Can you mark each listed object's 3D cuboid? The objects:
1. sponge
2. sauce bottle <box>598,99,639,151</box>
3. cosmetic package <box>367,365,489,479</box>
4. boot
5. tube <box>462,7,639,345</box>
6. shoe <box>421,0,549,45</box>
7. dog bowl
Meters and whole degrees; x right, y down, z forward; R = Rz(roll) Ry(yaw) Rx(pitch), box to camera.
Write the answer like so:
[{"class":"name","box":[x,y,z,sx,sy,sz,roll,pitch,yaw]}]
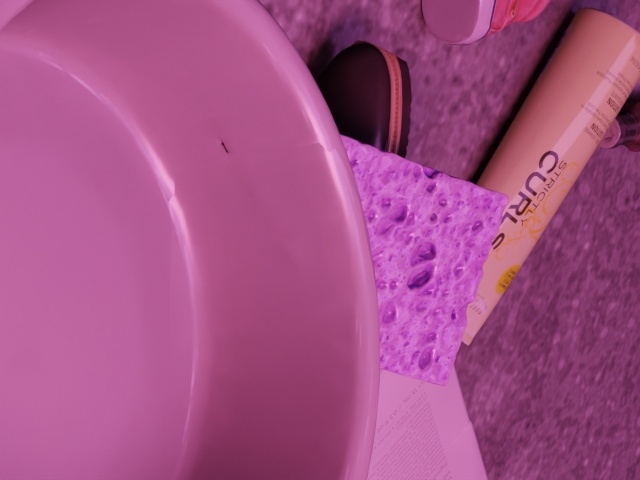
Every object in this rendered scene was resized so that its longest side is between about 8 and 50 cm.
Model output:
[{"class":"sponge","box":[0.000,0.000,0.902,0.210,0.031,0.117,18,93,-34]},{"class":"sauce bottle","box":[0.248,-0.086,1.251,0.128,0.042,0.042,-14,119,-46]},{"class":"cosmetic package","box":[-0.045,0.243,1.030,0.377,0.097,0.284,-44,136,-26]},{"class":"boot","box":[-0.035,-0.031,0.921,0.137,0.077,0.198,21,91,-47]},{"class":"tube","box":[0.144,-0.042,1.140,0.070,0.062,0.240,33,87,-12]},{"class":"shoe","box":[0.113,-0.208,1.009,0.081,0.063,0.178,-21,130,-41]},{"class":"dog bowl","box":[-0.093,0.033,0.676,0.349,0.102,0.348,16,71,-56]}]
